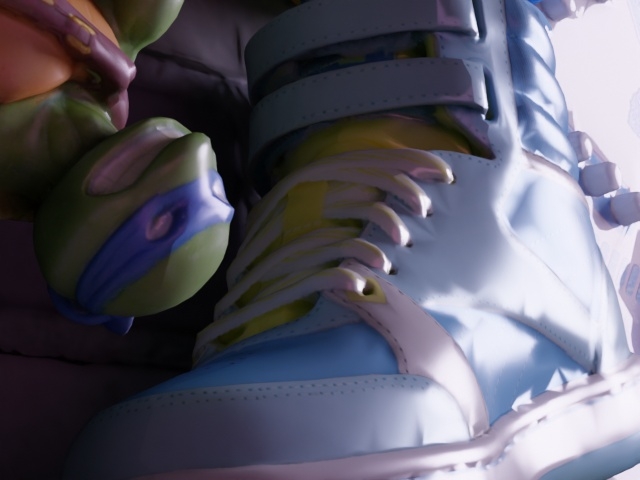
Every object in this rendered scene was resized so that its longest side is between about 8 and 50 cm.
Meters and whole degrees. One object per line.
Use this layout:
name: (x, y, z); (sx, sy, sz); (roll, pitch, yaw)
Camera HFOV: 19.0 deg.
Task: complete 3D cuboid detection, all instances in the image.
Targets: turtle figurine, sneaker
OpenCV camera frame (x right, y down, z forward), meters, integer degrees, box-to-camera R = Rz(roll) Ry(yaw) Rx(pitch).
turtle figurine: (-0.101, -0.123, 0.460); (0.266, 0.274, 0.198); (41, 73, 15)
sneaker: (0.000, 0.000, 0.624); (0.319, 0.127, 0.208); (-4, 79, -64)

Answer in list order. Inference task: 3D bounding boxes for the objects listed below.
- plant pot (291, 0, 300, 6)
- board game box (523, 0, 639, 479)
plant pot: (0.011, -0.132, 0.730); (0.081, 0.081, 0.083); (35, 64, -35)
board game box: (0.211, 0.036, 0.907); (0.390, 0.050, 0.390); (-14, 87, -49)
